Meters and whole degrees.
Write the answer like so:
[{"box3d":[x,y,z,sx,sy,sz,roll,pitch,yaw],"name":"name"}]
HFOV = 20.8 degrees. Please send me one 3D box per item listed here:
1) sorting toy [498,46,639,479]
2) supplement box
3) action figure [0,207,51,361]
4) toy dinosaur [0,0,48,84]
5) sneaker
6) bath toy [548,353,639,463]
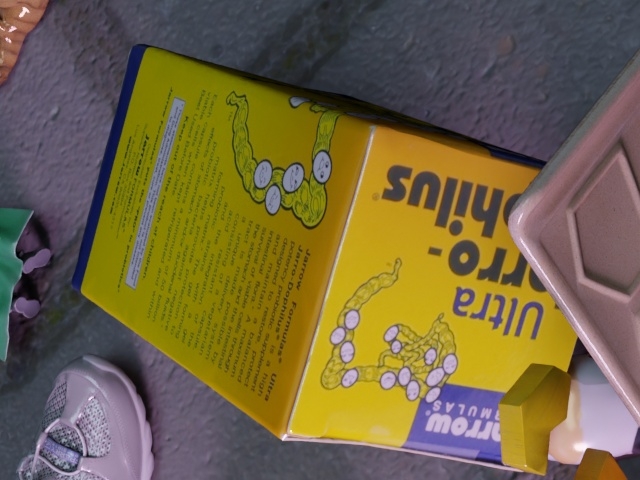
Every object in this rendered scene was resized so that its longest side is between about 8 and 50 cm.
[{"box3d":[0.189,0.028,1.057,0.041,0.229,0.307,3,44,50],"name":"sorting toy"},{"box3d":[0.000,0.000,1.188,0.356,0.194,0.195,26,103,58],"name":"supplement box"},{"box3d":[-0.348,0.005,1.562,0.232,0.063,0.137,20,100,27],"name":"action figure"},{"box3d":[-0.257,-0.228,1.529,0.112,0.064,0.211,40,119,8],"name":"toy dinosaur"},{"box3d":[-0.220,0.232,1.439,0.105,0.115,0.281,17,96,32],"name":"sneaker"},{"box3d":[0.206,0.185,1.154,0.129,0.151,0.348,-6,87,36],"name":"bath toy"}]
